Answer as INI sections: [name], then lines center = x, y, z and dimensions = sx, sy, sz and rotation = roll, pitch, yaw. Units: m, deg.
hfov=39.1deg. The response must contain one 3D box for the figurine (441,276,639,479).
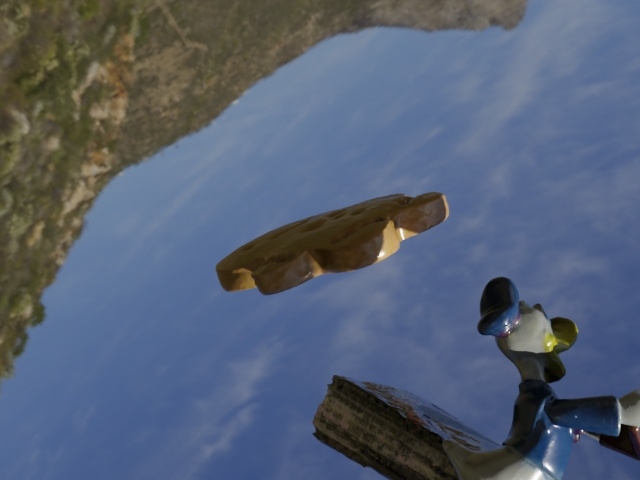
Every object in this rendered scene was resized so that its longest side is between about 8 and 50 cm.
[figurine]
center = 0.279, 0.197, 1.059
dimensions = 0.284, 0.338, 0.204
rotation = -18, 171, 1

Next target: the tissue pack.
[tissue pack]
center = 0.173, 0.322, 1.360
dimensions = 0.332, 0.245, 0.123
rotation = 23, -91, 48

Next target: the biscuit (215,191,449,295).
[biscuit]
center = -0.001, -0.002, 1.209
dimensions = 0.275, 0.052, 0.355
rotation = -29, -167, -36
